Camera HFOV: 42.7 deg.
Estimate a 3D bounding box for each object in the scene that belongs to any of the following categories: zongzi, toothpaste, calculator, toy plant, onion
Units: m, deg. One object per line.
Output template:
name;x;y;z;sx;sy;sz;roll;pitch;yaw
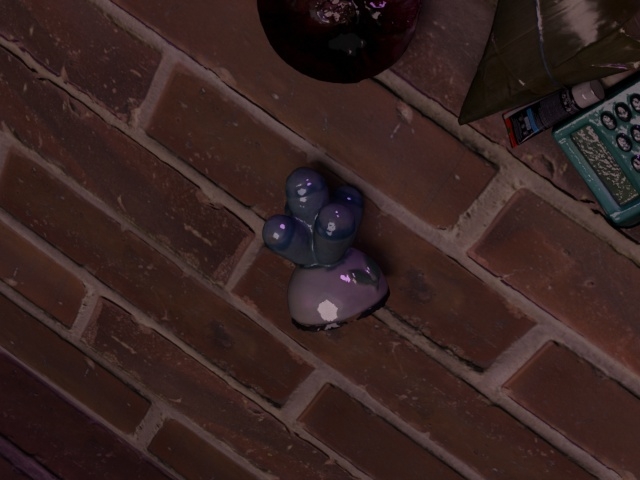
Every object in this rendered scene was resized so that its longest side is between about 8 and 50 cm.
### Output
zongzi;0.332;-0.404;1.379;0.392;0.174;0.356;-17;106;39
toothpaste;0.418;-0.239;1.496;0.193;0.045;0.071;-27;73;43
calculator;0.584;-0.168;1.464;0.274;0.058;0.248;-32;103;35
toy plant;0.000;0.000;1.741;0.247;0.247;0.332;-6;112;28
onion;0.024;-0.422;1.462;0.313;0.232;0.314;11;124;17
